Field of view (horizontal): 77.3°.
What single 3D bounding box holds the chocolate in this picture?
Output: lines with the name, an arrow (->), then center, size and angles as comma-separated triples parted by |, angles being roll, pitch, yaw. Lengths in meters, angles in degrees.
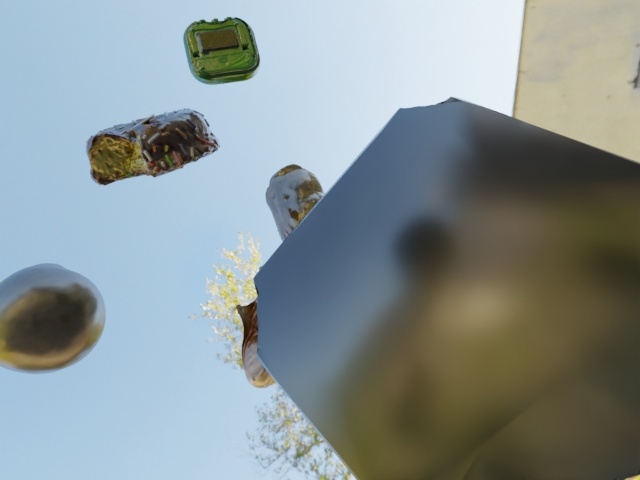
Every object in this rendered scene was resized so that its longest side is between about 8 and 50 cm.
chocolate -> 0.150, 0.087, 0.419 | 0.314, 0.326, 0.297 | -50, -32, -6

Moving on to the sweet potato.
sweet potato -> 0.000, 0.000, 0.912 | 0.158, 0.369, 0.158 | -27, -22, -12

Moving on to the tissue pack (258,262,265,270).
tissue pack -> -0.066, 0.150, 1.247 | 0.177, 0.263, 0.089 | -25, -45, -10

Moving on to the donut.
donut -> -0.297, -0.177, 0.723 | 0.216, 0.230, 0.096 | -42, -56, -44

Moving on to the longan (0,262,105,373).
longan -> -0.634, 0.176, 0.927 | 0.258, 0.258, 0.258 | -14, -64, -31

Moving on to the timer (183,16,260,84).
timer -> -0.192, -0.372, 0.781 | 0.140, 0.047, 0.128 | -13, -98, -12

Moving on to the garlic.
garlic -> -0.091, 0.170, 0.709 | 0.124, 0.099, 0.174 | 51, -129, -55
